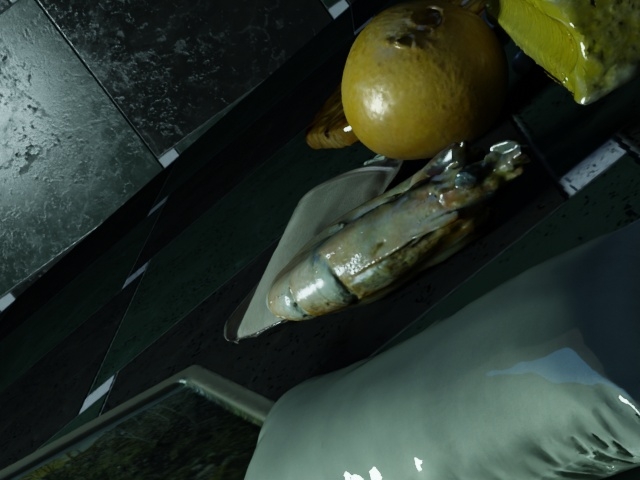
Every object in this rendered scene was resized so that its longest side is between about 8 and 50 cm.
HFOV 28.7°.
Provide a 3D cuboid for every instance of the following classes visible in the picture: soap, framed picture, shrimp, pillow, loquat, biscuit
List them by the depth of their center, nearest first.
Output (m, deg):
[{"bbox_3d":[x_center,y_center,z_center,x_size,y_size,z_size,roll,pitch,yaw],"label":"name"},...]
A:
[{"bbox_3d":[0.058,0.072,0.543,0.254,0.078,0.144,-33,15,39],"label":"pillow"},{"bbox_3d":[-0.161,0.172,0.712,0.324,0.020,0.240,-28,17,-20],"label":"framed picture"},{"bbox_3d":[0.216,-0.208,0.883,0.199,0.091,0.315,-29,17,8],"label":"soap"},{"bbox_3d":[0.063,-0.013,0.883,0.254,0.059,0.145,-34,8,33],"label":"shrimp"},{"bbox_3d":[0.083,-0.133,1.035,0.141,0.141,0.141,-40,12,11],"label":"loquat"},{"bbox_3d":[0.000,0.000,1.061,0.131,0.038,0.232,-24,23,34],"label":"pillow"},{"bbox_3d":[0.122,-0.222,1.438,0.359,0.046,0.359,-39,13,10],"label":"biscuit"}]

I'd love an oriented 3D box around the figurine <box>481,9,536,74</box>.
[{"bbox_3d":[0.182,-0.184,1.091,0.086,0.082,0.094,-58,-13,1],"label":"figurine"}]
